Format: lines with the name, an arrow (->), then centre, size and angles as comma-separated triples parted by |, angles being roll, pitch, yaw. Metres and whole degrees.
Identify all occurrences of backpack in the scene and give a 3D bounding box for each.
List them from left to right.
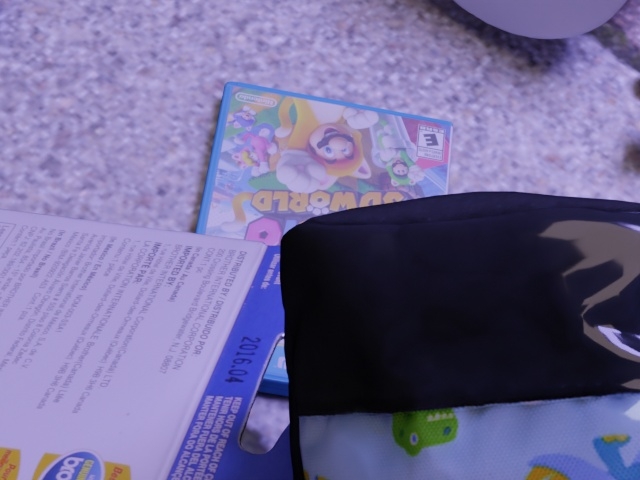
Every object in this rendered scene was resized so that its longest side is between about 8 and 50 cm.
backpack -> 0.121, 0.185, 0.419 | 0.273, 0.290, 0.355 | 4, 81, 27

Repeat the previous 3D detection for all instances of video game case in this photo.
video game case -> 0.000, 0.000, 0.691 | 0.119, 0.015, 0.166 | 10, 56, -4

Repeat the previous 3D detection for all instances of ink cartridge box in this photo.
ink cartridge box -> -0.141, 0.058, 0.530 | 0.311, 0.065, 0.185 | 5, 34, 11

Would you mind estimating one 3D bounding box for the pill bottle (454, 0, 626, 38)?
pill bottle -> 0.168, -0.249, 0.799 | 0.161, 0.161, 0.283 | 32, 57, 11
